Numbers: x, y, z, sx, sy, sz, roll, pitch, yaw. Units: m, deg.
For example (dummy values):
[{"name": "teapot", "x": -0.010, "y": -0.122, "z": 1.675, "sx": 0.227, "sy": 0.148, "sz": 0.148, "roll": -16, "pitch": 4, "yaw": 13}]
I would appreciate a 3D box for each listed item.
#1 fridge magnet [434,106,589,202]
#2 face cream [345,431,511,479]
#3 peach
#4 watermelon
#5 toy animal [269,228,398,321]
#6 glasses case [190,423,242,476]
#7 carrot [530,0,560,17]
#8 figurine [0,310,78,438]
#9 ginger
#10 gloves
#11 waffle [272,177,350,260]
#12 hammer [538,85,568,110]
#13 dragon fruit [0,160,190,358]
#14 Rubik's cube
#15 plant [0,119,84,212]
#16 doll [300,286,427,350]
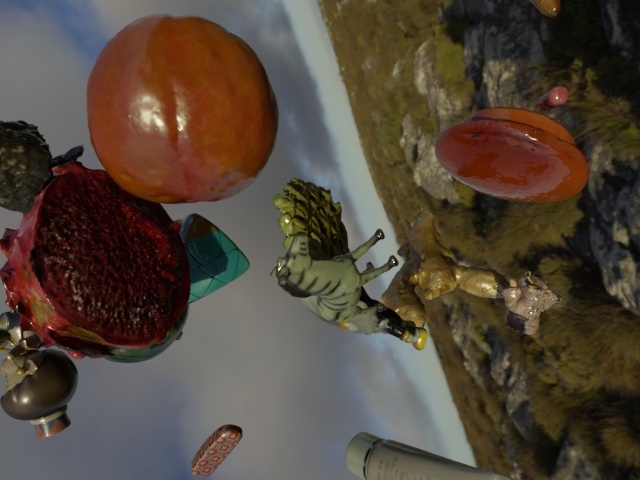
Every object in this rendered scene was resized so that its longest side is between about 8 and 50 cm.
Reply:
[{"name": "fridge magnet", "x": 0.463, "y": -0.200, "z": 1.124, "sx": 0.155, "sy": 0.363, "sz": 0.363, "roll": -69, "pitch": -19, "yaw": -9}, {"name": "face cream", "x": 0.170, "y": 0.412, "z": 0.769, "sx": 0.089, "sy": 0.314, "sz": 0.143, "roll": 9, "pitch": -95, "yaw": -37}, {"name": "peach", "x": -0.241, "y": -0.218, "z": 0.839, "sx": 0.343, "sy": 0.342, "sz": 0.302, "roll": 32, "pitch": -128, "yaw": -76}, {"name": "watermelon", "x": -0.504, "y": 0.235, "z": 1.399, "sx": 0.189, "sy": 0.331, "sz": 0.331, "roll": 21, "pitch": -153, "yaw": -14}, {"name": "toy animal", "x": 0.022, "y": 0.064, "z": 0.652, "sx": 0.073, "sy": 0.175, "sz": 0.217, "roll": 57, "pitch": 161, "yaw": 33}, {"name": "glasses case", "x": -0.288, "y": 0.567, "z": 1.242, "sx": 0.073, "sy": 0.195, "sz": 0.049, "roll": 29, "pitch": -161, "yaw": -29}, {"name": "carrot", "x": 0.314, "y": -0.412, "z": 0.705, "sx": 0.043, "sy": 0.043, "sz": 0.248, "roll": 59, "pitch": -162, "yaw": -50}, {"name": "figurine", "x": -0.606, "y": 0.276, "z": 0.943, "sx": 0.276, "sy": 0.158, "sz": 0.161, "roll": 54, "pitch": 157, "yaw": 3}, {"name": "ginger", "x": 0.288, "y": 0.093, "z": 1.290, "sx": 0.348, "sy": 0.362, "sz": 0.122, "roll": 54, "pitch": 165, "yaw": 45}, {"name": "gloves", "x": 0.491, "y": 0.147, "z": 1.076, "sx": 0.110, "sy": 0.094, "sz": 0.144, "roll": 54, "pitch": 133, "yaw": 43}, {"name": "waffle", "x": 0.000, "y": 0.000, "z": 1.079, "sx": 0.297, "sy": 0.073, "sz": 0.318, "roll": -21, "pitch": -85, "yaw": -69}, {"name": "hammer", "x": 0.478, "y": -0.291, "z": 0.935, "sx": 0.083, "sy": 0.043, "sz": 0.043, "roll": -30, "pitch": -80, "yaw": -81}, {"name": "dragon fruit", "x": -0.464, "y": 0.054, "z": 0.920, "sx": 0.387, "sy": 0.248, "sz": 0.371, "roll": 65, "pitch": -157, "yaw": -7}, {"name": "Rubik's cube", "x": -0.300, "y": 0.029, "z": 1.233, "sx": 0.254, "sy": 0.254, "sz": 0.255, "roll": -20, "pitch": -90, "yaw": -81}, {"name": "plant", "x": -0.789, "y": -0.196, "z": 1.226, "sx": 0.312, "sy": 0.213, "sz": 0.215, "roll": 11, "pitch": -145, "yaw": -55}, {"name": "doll", "x": 0.069, "y": 0.131, "z": 0.902, "sx": 0.316, "sy": 0.103, "sz": 0.146, "roll": 26, "pitch": -157, "yaw": -18}]
